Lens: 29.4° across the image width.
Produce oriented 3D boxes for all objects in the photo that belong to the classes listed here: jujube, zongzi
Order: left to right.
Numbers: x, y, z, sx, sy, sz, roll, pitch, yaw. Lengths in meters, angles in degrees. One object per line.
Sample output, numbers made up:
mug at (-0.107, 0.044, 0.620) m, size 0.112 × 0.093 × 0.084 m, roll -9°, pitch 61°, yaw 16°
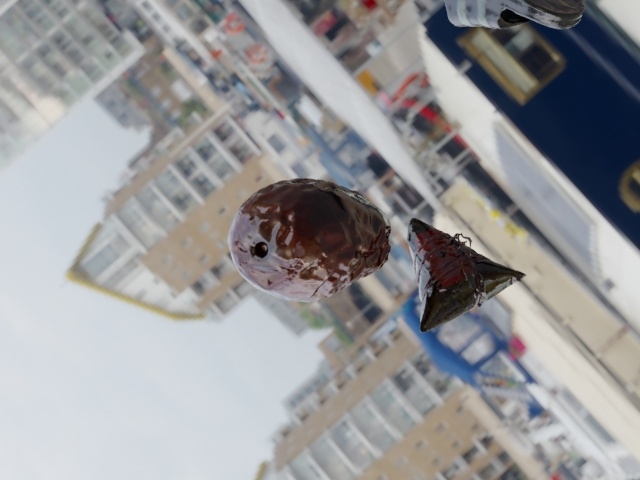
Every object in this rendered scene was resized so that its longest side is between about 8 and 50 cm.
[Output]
jujube at (0.000, 0.000, 0.733) m, size 0.077 × 0.077 × 0.129 m, roll 49°, pitch -160°, yaw 18°
zongzi at (0.099, 0.024, 0.810) m, size 0.083 × 0.073 × 0.067 m, roll -90°, pitch -22°, yaw -51°

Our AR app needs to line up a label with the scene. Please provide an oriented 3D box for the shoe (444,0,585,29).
shoe at (0.104, -0.174, 0.834) m, size 0.071 × 0.049 × 0.179 m, roll -18°, pitch -136°, yaw -41°
